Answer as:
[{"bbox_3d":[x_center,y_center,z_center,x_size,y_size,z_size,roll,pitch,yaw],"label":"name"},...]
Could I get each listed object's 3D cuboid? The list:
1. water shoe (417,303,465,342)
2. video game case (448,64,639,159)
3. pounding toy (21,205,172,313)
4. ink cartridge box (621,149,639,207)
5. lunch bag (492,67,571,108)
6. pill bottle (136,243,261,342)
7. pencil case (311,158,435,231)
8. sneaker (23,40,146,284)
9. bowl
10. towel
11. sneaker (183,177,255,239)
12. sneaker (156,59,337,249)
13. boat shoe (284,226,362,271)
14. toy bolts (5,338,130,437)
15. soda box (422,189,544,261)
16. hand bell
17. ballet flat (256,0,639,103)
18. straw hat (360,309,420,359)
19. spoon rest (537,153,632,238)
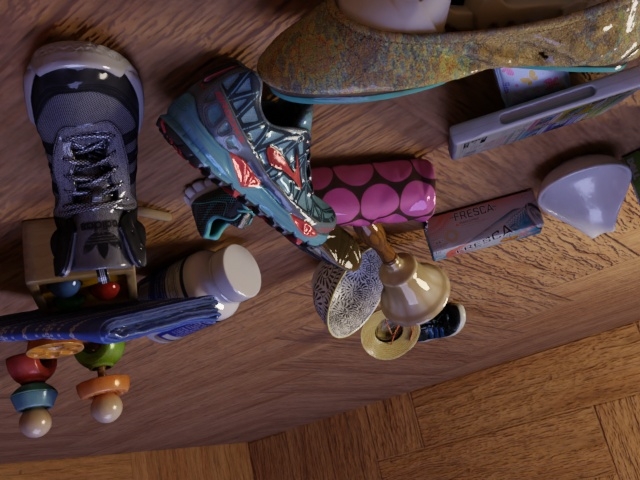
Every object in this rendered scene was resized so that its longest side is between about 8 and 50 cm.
[{"bbox_3d":[0.279,0.214,1.727,0.080,0.072,0.203,4,153,-32],"label":"water shoe"},{"bbox_3d":[0.240,-0.137,0.778,0.194,0.023,0.212,-17,179,10],"label":"video game case"},{"bbox_3d":[-0.273,0.017,0.868,0.181,0.094,0.206,-6,159,-16],"label":"pounding toy"},{"bbox_3d":[0.508,-0.061,0.997,0.097,0.188,0.255,-27,154,36],"label":"ink cartridge box"},{"bbox_3d":[0.205,-0.185,0.687,0.071,0.053,0.083,-18,138,16],"label":"lunch bag"},{"bbox_3d":[-0.187,0.078,1.049,0.187,0.111,0.112,-24,156,28],"label":"pill bottle"},{"bbox_3d":[0.043,-0.052,0.889,0.210,0.095,0.098,-4,174,-17],"label":"pencil case"},{"bbox_3d":[-0.208,-0.053,0.642,0.101,0.153,0.268,-7,158,-16],"label":"sneaker"},{"bbox_3d":[0.037,0.073,1.174,0.080,0.170,0.170,27,-179,32],"label":"bowl"},{"bbox_3d":[-0.331,0.114,0.922,0.336,0.040,0.243,-6,180,25],"label":"towel"},{"bbox_3d":[-0.090,-0.051,0.824,0.167,0.076,0.065,-27,156,32],"label":"sneaker"},{"bbox_3d":[-0.037,-0.083,0.703,0.125,0.104,0.262,-48,144,3],"label":"sneaker"},{"bbox_3d":[0.000,0.000,1.024,0.152,0.056,0.049,37,151,-33],"label":"boat shoe"},{"bbox_3d":[-0.505,0.283,1.322,0.229,0.158,0.218,-18,159,13],"label":"toy bolts"},{"bbox_3d":[0.262,-0.023,1.121,0.183,0.062,0.058,-16,161,7],"label":"soda box"},{"bbox_3d":[0.104,0.022,1.088,0.126,0.126,0.242,-21,135,19],"label":"hand bell"},{"bbox_3d":[0.119,-0.191,0.564,0.349,0.123,0.123,-8,159,-12],"label":"ballet flat"},{"bbox_3d":[0.162,0.212,1.660,0.145,0.144,0.061,-11,-161,-4],"label":"straw hat"},{"bbox_3d":[0.425,-0.063,1.088,0.137,0.084,0.276,-22,158,23],"label":"spoon rest"}]
